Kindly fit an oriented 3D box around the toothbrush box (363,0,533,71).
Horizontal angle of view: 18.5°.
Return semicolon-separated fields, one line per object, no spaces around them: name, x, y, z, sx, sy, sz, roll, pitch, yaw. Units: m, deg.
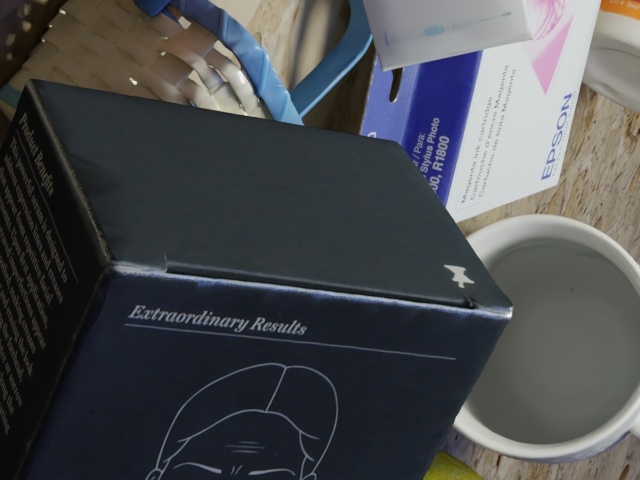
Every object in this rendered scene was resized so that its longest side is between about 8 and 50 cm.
toothbrush box;0.076;-0.307;1.539;0.295;0.126;0.216;-94;170;-51

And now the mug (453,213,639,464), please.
mug;0.314;0.155;2.311;0.276;0.374;0.328;-55;163;1

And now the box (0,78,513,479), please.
box;-0.106;0.125;1.346;0.293;0.212;0.395;9;122;-30

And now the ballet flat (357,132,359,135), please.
ballet flat;0.000;0.000;1.907;0.241;0.091;0.077;-60;-175;-12

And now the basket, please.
basket;-0.078;-0.126;1.472;0.289;0.201;0.255;-52;151;-13

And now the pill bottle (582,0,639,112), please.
pill bottle;0.453;-0.361;2.371;0.392;0.224;0.224;-63;155;-13

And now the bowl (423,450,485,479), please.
bowl;0.168;0.427;2.474;0.289;0.156;0.289;-44;146;-42

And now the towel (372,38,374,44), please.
towel;0.122;-0.348;1.832;0.248;0.038;0.325;-36;146;-21

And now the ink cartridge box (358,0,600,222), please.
ink cartridge box;0.164;-0.179;1.882;0.330;0.071;0.324;-22;129;-54
